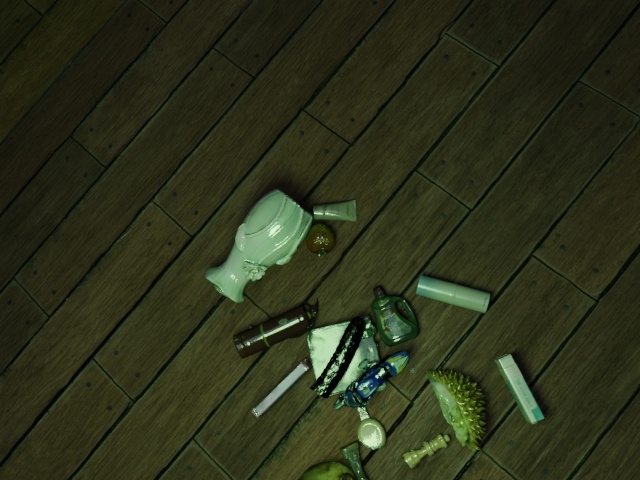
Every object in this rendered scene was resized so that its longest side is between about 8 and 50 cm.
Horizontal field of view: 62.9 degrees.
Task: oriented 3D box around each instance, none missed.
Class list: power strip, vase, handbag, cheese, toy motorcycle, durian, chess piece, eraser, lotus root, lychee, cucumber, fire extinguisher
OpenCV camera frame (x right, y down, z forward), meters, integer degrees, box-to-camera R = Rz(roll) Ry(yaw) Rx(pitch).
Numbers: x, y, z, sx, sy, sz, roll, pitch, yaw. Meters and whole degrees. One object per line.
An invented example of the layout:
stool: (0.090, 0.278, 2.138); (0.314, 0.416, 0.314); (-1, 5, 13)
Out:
power strip: (-0.136, 0.537, 1.897); (0.279, 0.109, 0.037); (-44, 75, -1)
vase: (-0.234, 0.022, 1.975); (0.250, 0.250, 0.445); (41, 92, 16)
handbag: (0.094, 0.419, 1.896); (0.259, 0.079, 0.248); (-14, 77, 5)
cheese: (0.164, 0.659, 1.845); (0.092, 0.047, 0.171); (-40, 74, -2)
toy motorcycle: (0.168, 0.476, 1.759); (0.315, 0.169, 0.113); (-39, 87, -1)
durian: (0.472, 0.568, 1.758); (0.166, 0.172, 0.307); (-32, 81, 28)
chess piece: (0.366, 0.715, 1.791); (0.171, 0.060, 0.060); (-32, 74, 0)
eraser: (0.667, 0.496, 1.758); (0.052, 0.095, 0.225); (-26, 74, 4)
lotus root: (0.003, 0.831, 1.778); (0.278, 0.154, 0.154); (-35, 70, 39)
lychee: (0.000, 0.000, 1.989); (0.114, 0.114, 0.147); (-16, 53, 7)
cucumber: (0.074, 0.405, 1.825); (0.081, 0.072, 0.304); (31, 83, 13)
fire extinguisher: (-0.153, 0.320, 1.954); (0.341, 0.105, 0.141); (-24, 43, -2)

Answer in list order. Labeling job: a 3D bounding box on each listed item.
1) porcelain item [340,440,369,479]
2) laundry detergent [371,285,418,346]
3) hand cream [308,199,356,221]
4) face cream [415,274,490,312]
porcelain item: (0.136, 0.809, 1.801); (0.069, 0.081, 0.216); (-20, 75, -12)
laundry detergent: (0.261, 0.263, 1.901); (0.144, 0.078, 0.222); (-21, 72, 3)
hand cream: (0.047, -0.113, 2.039); (0.186, 0.054, 0.087); (-3, 81, 3)
face cream: (0.472, 0.190, 1.872); (0.249, 0.077, 0.077); (16, 81, 12)
